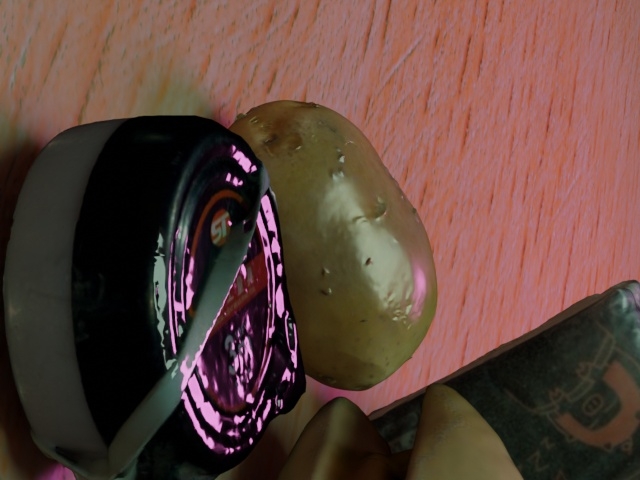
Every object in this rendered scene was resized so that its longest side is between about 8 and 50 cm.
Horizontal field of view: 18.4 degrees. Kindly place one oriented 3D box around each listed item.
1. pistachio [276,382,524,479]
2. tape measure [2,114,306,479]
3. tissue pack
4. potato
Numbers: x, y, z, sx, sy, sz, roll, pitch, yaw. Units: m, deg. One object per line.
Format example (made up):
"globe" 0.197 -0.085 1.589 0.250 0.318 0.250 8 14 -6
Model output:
"pistachio" 0.057 0.238 1.120 0.214 0.193 0.318 50 36 -62
"tape measure" -0.081 0.030 0.944 0.182 0.107 0.181 -39 123 -66
"tissue pack" 0.171 0.213 1.246 0.316 0.228 0.103 62 20 5
"potato" 0.000 0.000 1.160 0.178 0.118 0.109 64 -16 -12
